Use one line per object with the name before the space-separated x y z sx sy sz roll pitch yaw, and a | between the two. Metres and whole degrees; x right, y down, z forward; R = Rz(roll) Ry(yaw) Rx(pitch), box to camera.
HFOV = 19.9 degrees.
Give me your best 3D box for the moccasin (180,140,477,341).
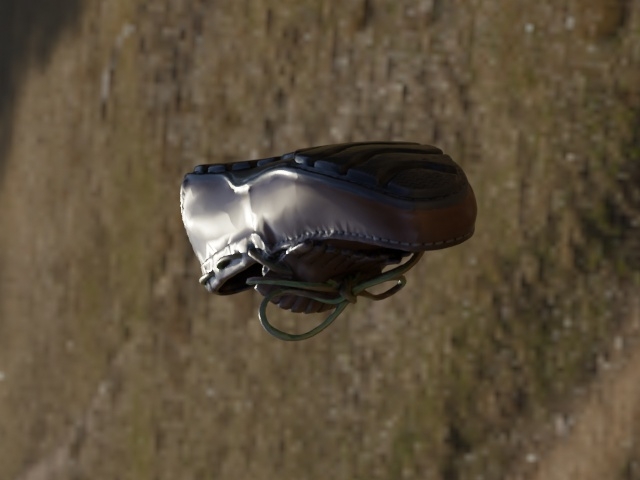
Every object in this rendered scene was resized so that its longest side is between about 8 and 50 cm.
moccasin | -0.003 0.000 1.435 0.380 0.139 0.147 -5 92 56
